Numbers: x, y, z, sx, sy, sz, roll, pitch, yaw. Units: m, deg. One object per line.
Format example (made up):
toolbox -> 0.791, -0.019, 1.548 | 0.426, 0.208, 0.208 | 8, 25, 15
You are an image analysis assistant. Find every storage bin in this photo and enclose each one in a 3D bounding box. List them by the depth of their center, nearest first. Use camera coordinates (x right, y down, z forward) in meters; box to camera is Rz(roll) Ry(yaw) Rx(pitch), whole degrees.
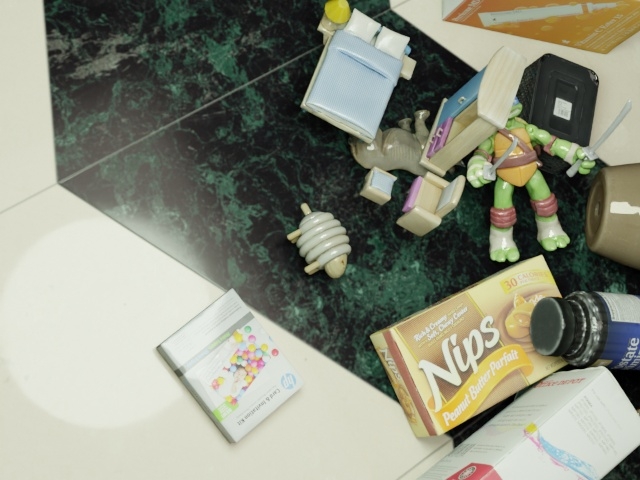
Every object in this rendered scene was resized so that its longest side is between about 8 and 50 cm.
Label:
storage bin -> 0.408, -0.223, 1.936 | 0.122, 0.084, 0.180 | 18, 71, -15

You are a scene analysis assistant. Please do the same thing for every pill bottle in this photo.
pill bottle -> 0.451, 0.143, 1.752 | 0.219, 0.123, 0.123 | 5, 75, -22

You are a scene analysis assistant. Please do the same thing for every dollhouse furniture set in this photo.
dollhouse furniture set -> 0.112, -0.220, 1.685 | 0.303, 0.198, 0.286 | 28, 62, -11

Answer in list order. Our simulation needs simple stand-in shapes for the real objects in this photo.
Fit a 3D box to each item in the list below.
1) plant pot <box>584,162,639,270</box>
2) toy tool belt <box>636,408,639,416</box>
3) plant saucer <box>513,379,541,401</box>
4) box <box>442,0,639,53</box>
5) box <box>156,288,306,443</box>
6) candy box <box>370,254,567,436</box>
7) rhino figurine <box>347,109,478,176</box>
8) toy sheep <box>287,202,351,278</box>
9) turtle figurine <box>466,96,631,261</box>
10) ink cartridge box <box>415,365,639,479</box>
plant pot -> 0.584, -0.037, 1.884 | 0.229, 0.263, 0.263 | 7, 74, 0
toy tool belt -> 0.573, 0.326, 1.880 | 0.052, 0.051, 0.083 | -20, 84, -23
plant saucer -> 0.369, 0.289, 1.831 | 0.119, 0.021, 0.119 | 5, 75, -18
box -> 0.413, -0.470, 1.925 | 0.345, 0.215, 0.168 | 8, 75, -17
box -> -0.135, 0.190, 1.666 | 0.145, 0.038, 0.186 | -38, 93, -23
candy box -> 0.260, 0.169, 1.784 | 0.316, 0.087, 0.183 | -24, 87, -23
rhino figurine -> 0.156, -0.160, 1.836 | 0.243, 0.073, 0.106 | 5, 72, -20
toy sheep -> 0.000, 0.000, 1.736 | 0.091, 0.091, 0.132 | -25, 81, -23
turtle figurine -> 0.339, -0.093, 1.772 | 0.197, 0.274, 0.266 | -31, 121, -35
ink cartridge box -> 0.315, 0.337, 1.673 | 0.306, 0.226, 0.131 | -34, 90, -16
